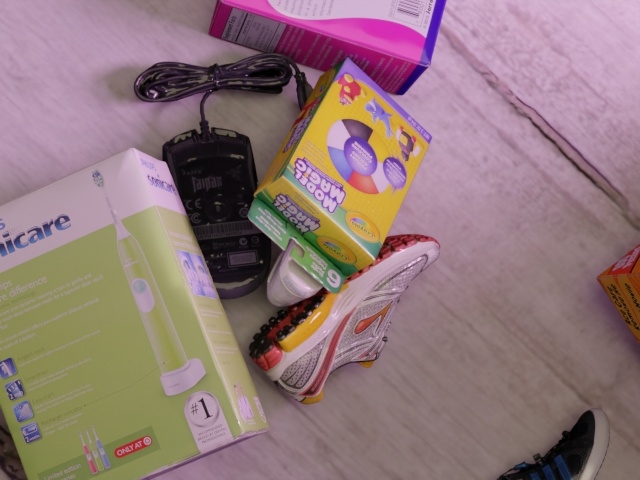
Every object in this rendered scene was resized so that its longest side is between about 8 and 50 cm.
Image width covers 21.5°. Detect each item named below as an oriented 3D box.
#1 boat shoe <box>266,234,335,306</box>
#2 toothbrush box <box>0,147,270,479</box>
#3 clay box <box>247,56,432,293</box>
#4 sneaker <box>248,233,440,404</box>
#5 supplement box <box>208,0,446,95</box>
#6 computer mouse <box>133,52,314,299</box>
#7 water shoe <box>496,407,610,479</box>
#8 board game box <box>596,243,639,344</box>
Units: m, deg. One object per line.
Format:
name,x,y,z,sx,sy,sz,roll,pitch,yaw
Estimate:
boat shoe,0.000,0.000,1.681,0.066,0.063,0.184,39,47,-15
toothbrush box,-0.200,0.086,1.567,0.206,0.122,0.283,-24,83,8
clay box,0.021,-0.064,1.650,0.127,0.053,0.222,41,45,-16
sneaker,0.034,0.073,1.678,0.225,0.088,0.093,-40,107,-16
supplement box,0.008,-0.243,1.719,0.220,0.114,0.111,18,76,-8
computer mouse,-0.075,-0.065,1.694,0.184,0.060,0.262,-12,71,-12
water shoe,0.218,0.244,1.670,0.080,0.073,0.203,30,73,-1
board game box,0.560,0.073,1.597,0.356,0.356,0.357,-36,97,-16
